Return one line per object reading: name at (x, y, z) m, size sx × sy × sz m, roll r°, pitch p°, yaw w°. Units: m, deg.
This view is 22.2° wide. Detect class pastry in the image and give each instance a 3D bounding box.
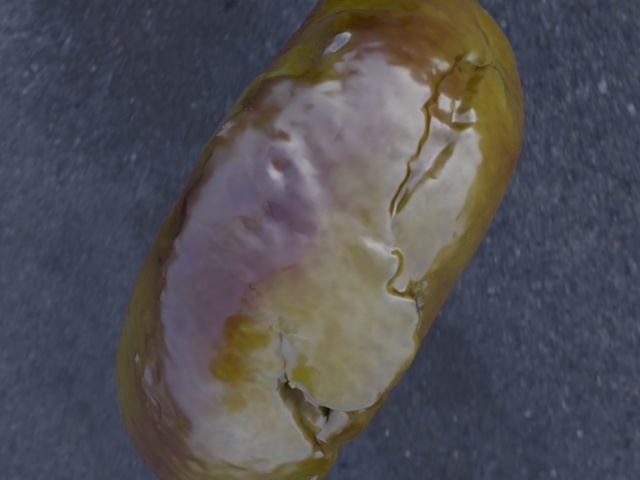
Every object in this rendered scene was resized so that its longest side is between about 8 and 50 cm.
pastry at (0.000, 0.000, 0.990) m, size 0.164 × 0.356 × 0.356 m, roll 28°, pitch 114°, yaw 2°
